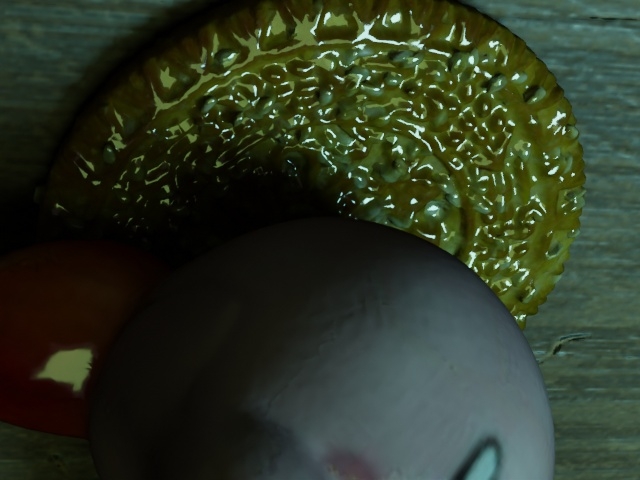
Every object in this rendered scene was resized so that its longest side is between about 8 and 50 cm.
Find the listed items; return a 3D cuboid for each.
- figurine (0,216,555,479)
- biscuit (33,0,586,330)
[{"bbox_3d":[-0.006,0.089,0.822,0.211,0.261,0.269,-47,130,-15],"label":"figurine"},{"bbox_3d":[0.000,0.000,0.900,0.305,0.038,0.305,-9,129,-11],"label":"biscuit"}]
